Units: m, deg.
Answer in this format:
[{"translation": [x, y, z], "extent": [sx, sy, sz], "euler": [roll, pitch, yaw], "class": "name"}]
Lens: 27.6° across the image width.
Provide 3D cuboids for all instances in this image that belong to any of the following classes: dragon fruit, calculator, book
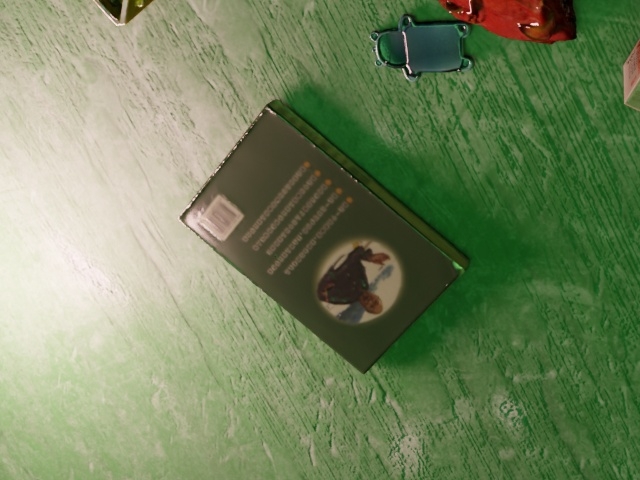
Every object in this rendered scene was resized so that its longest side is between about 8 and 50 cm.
[{"translation": [0.195, -0.366, 1.609], "extent": [0.205, 0.152, 0.317], "euler": [-5, 113, 21], "class": "dragon fruit"}, {"translation": [0.136, -0.259, 1.752], "extent": [0.141, 0.019, 0.094], "euler": [1, 114, 19], "class": "calculator"}, {"translation": [0.000, 0.000, 1.908], "extent": [0.371, 0.043, 0.260], "euler": [40, 121, -3], "class": "book"}]

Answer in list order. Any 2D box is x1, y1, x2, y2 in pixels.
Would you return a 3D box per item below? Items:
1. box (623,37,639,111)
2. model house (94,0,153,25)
[{"translation": [0.444, -0.260, 1.588], "extent": [0.058, 0.141, 0.201], "euler": [25, 121, -1], "class": "box"}, {"translation": [-0.233, -0.434, 1.636], "extent": [0.340, 0.300, 0.323], "euler": [-2, 124, 24], "class": "model house"}]
